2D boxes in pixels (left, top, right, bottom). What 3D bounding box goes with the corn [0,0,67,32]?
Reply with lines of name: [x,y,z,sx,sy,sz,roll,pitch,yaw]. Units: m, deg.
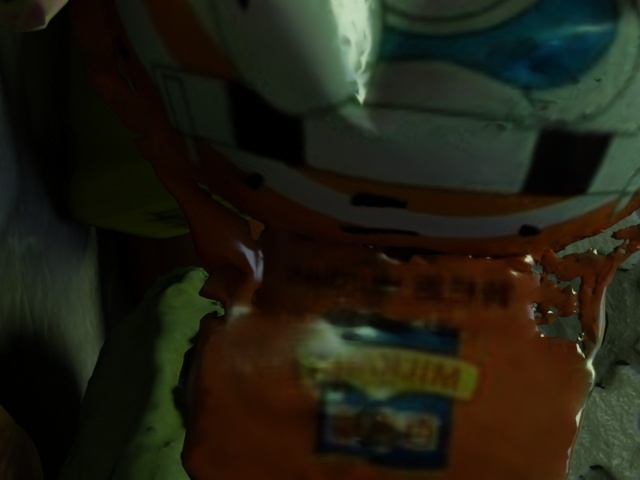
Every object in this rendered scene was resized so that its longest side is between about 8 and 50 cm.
corn: [-0.076,-0.203,0.367,0.126,0.126,0.335,69,20,-73]

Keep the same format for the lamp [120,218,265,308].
lamp: [0.000,0.000,0.752,0.187,0.187,0.164,-71,160,-75]

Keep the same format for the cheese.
cheese: [0.028,-0.041,0.423,0.129,0.216,0.329,-170,-92,-86]

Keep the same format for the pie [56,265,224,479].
pie: [-0.058,0.150,0.560,0.306,0.071,0.306,-177,-90,-88]

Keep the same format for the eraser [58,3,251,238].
eraser: [-0.007,-0.094,0.598,0.069,0.226,0.158,10,74,-46]

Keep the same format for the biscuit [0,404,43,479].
biscuit: [-0.110,0.053,0.341,0.236,0.039,0.180,80,14,-54]
